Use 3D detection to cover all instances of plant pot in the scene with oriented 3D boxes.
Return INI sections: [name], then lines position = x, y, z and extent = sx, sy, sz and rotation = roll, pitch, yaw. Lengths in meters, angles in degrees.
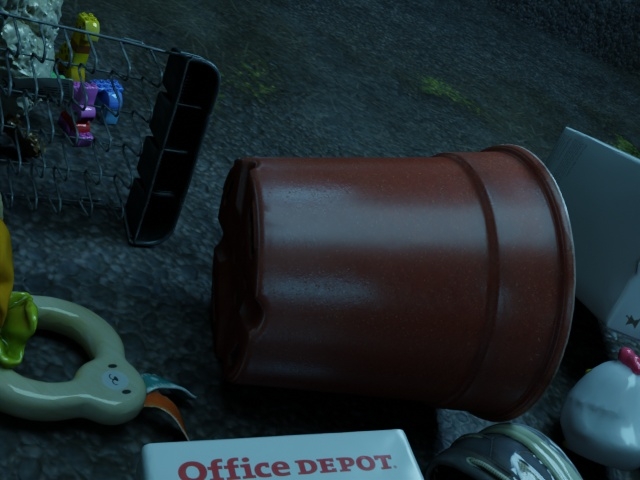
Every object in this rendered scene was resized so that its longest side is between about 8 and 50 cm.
[plant pot]
position = 0.045, 0.032, 0.734
extent = 0.265, 0.272, 0.272
rotation = 4, 38, -18

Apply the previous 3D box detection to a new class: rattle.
[rattle]
position = -0.172, 0.072, 0.614
extent = 0.200, 0.142, 0.130
rotation = 24, 13, 1

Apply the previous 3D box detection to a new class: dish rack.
[dish rack]
position = -0.252, -0.109, 0.747
extent = 0.272, 0.208, 0.074
rotation = 6, 26, -33

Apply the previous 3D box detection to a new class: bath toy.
[bath toy]
position = 0.426, 0.205, 0.919
extent = 0.348, 0.129, 0.151
rotation = 14, 1, -26

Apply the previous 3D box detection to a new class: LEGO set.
[LEGO set]
position = -0.304, -0.223, 0.963
extent = 0.087, 0.093, 0.227
rotation = -12, 50, -48

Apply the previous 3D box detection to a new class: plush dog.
[plush dog]
position = -0.351, -0.227, 0.849
extent = 0.210, 0.262, 0.225
rotation = 49, 27, -39

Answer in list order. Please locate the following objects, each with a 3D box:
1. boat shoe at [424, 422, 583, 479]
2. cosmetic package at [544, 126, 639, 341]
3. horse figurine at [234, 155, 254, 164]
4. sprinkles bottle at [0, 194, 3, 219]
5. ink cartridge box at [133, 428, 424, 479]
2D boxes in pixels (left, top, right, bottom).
[boat shoe]
position = 0.200, 0.299, 0.609
extent = 0.130, 0.132, 0.355
rotation = 0, 33, -37
[cosmetic package]
position = 0.415, -0.012, 1.070
extent = 0.155, 0.197, 0.365
rotation = 22, 17, -13
[horse figurine]
position = 0.000, 0.001, 0.899
extent = 0.263, 0.066, 0.174
rotation = 22, 53, -29
[sprinkles bottle]
position = -0.322, 0.061, 0.514
extent = 0.121, 0.121, 0.355
rotation = 21, 32, -14
[ink cartridge box]
position = -0.006, 0.259, 0.477
extent = 0.197, 0.114, 0.273
rotation = 3, 39, -23
